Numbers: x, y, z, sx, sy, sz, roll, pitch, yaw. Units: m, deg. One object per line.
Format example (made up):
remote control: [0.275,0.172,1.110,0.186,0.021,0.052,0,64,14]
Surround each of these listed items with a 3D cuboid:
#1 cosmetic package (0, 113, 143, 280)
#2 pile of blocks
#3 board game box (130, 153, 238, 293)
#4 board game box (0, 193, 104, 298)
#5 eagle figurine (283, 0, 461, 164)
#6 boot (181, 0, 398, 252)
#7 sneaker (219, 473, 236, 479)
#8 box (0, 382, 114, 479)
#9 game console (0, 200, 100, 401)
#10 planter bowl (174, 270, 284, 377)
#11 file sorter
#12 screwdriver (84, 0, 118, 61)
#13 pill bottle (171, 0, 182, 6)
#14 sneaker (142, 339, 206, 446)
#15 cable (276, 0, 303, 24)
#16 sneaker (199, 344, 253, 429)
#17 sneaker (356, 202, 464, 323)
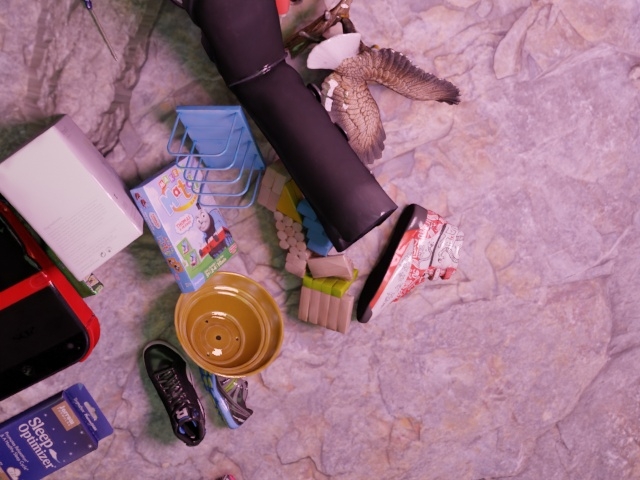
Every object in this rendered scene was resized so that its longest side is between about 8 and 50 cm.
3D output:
cosmetic package: [-0.424,-0.083,1.313,0.138,0.224,0.224,-38,109,-1]
pile of blocks: [0.000,0.000,1.483,0.149,0.112,0.362,-5,115,30]
board game box: [-0.245,-0.033,1.410,0.039,0.160,0.211,-13,111,32]
board game box: [-0.510,0.005,1.372,0.259,0.136,0.030,54,46,-20]
eagle figurine: [0.090,-0.293,1.401,0.225,0.226,0.298,-43,105,-21]
boot: [-0.038,-0.201,1.229,0.146,0.367,0.445,-30,87,-2]
sneaker: [-0.302,0.577,1.574,0.299,0.121,0.112,-34,78,-11]
box: [-0.539,0.388,1.509,0.225,0.036,0.136,-29,108,-6]
game console: [-0.632,0.143,1.369,0.387,0.060,0.341,-27,112,6]
planter bowl: [-0.187,0.175,1.484,0.217,0.090,0.217,12,59,-20]
file sorter: [-0.182,-0.144,1.351,0.118,0.104,0.170,2,149,15]
screwdriver: [-0.401,-0.394,1.350,0.025,0.024,0.169,-10,116,20]
pill bottle: [-0.211,-0.444,1.285,0.108,0.193,0.108,-3,104,-12]
sneaker: [-0.277,0.304,1.500,0.079,0.121,0.216,-27,108,-6]
cable: [-0.078,-0.470,1.291,0.140,0.287,0.072,9,67,-8]
sneaker: [-0.190,0.290,1.556,0.078,0.067,0.188,-28,108,-27]
sneaker: [0.190,0.072,1.564,0.145,0.090,0.270,25,95,-15]
